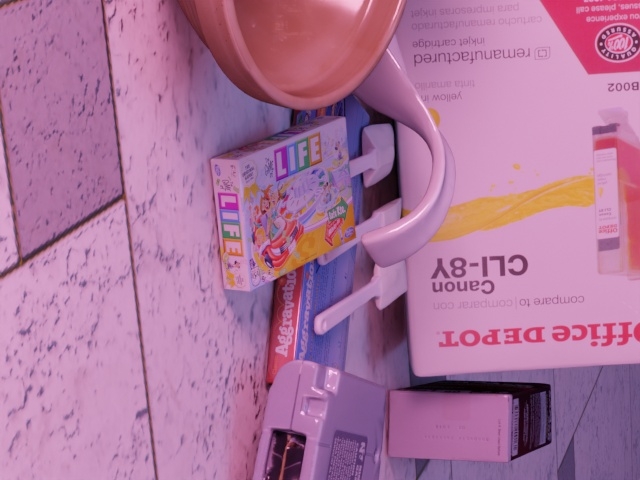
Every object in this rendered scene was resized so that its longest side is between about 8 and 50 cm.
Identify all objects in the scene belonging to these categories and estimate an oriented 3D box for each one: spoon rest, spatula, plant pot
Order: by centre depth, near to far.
[{"bbox_3d":[-0.037,-0.214,1.180,0.237,0.109,0.237,-24,119,-52],"label":"plant pot"},{"bbox_3d":[0.063,-0.116,1.461,0.137,0.084,0.276,52,28,-60],"label":"spoon rest"},{"bbox_3d":[0.033,-0.011,1.518,0.242,0.019,0.168,-26,117,-66],"label":"spatula"}]

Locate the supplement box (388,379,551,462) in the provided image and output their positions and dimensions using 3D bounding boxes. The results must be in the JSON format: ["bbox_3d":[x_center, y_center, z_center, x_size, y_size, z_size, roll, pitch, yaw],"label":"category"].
[{"bbox_3d":[0.165,0.191,1.829,0.239,0.130,0.073,8,83,-73],"label":"supplement box"}]

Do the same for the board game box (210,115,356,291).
[{"bbox_3d":[-0.027,-0.031,1.336,0.154,0.026,0.103,-27,116,-53],"label":"board game box"}]

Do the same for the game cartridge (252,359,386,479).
[{"bbox_3d":[-0.010,0.252,1.385,0.196,0.060,0.294,28,71,-66],"label":"game cartridge"}]

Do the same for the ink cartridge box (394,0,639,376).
[{"bbox_3d":[0.215,-0.071,1.687,0.160,0.279,0.385,-81,168,-77],"label":"ink cartridge box"}]

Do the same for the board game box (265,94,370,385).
[{"bbox_3d":[0.000,0.000,1.480,0.145,0.027,0.281,45,48,-67],"label":"board game box"}]
